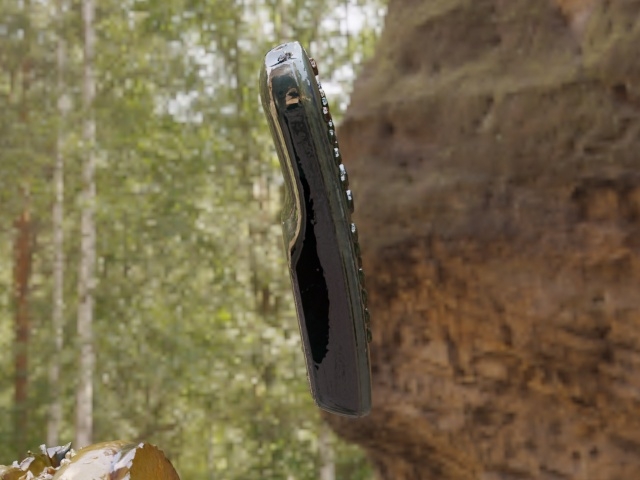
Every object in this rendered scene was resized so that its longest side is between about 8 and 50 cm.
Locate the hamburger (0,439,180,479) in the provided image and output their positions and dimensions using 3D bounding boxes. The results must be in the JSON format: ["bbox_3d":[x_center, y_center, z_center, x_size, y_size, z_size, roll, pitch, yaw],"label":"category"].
[{"bbox_3d":[-0.110,0.197,0.637,0.118,0.191,0.182,-17,26,10],"label":"hamburger"}]

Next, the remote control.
[{"bbox_3d":[0.000,0.000,0.730,0.042,0.222,0.072,-11,28,-2],"label":"remote control"}]
